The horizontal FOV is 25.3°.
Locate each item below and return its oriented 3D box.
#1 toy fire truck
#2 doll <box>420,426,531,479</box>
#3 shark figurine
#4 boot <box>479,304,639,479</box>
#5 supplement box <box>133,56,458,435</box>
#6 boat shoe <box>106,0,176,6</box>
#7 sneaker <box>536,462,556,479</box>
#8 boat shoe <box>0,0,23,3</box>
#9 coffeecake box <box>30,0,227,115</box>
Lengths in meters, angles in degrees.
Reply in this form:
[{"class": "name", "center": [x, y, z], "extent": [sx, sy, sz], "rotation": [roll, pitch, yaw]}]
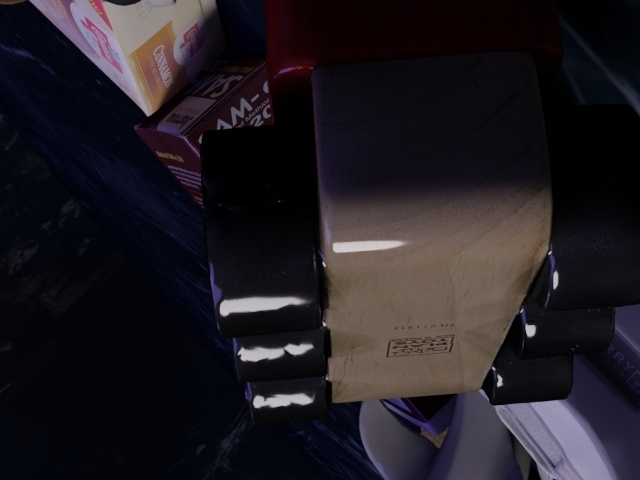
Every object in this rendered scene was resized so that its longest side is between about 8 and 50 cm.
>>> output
[{"class": "toy fire truck", "center": [0.001, -0.074, 0.481], "extent": [0.217, 0.159, 0.246], "rotation": [85, -179, -73]}, {"class": "doll", "center": [0.127, 0.175, 1.092], "extent": [0.129, 0.046, 0.189], "rotation": [31, 170, 27]}, {"class": "shark figurine", "center": [0.081, 0.099, 0.770], "extent": [0.116, 0.166, 0.278], "rotation": [-116, 26, -76]}, {"class": "boot", "center": [0.135, 0.075, 0.614], "extent": [0.258, 0.095, 0.123], "rotation": [53, 177, 12]}, {"class": "supplement box", "center": [0.000, 0.000, 0.869], "extent": [0.239, 0.073, 0.130], "rotation": [50, 170, -19]}, {"class": "boat shoe", "center": [-0.147, -0.200, 0.490], "extent": [0.340, 0.113, 0.127], "rotation": [64, -170, -56]}, {"class": "sneaker", "center": [0.196, 0.201, 0.723], "extent": [0.226, 0.086, 0.163], "rotation": [54, -177, -30]}, {"class": "boat shoe", "center": [-0.296, -0.271, 0.950], "extent": [0.285, 0.104, 0.089], "rotation": [51, 166, -26]}, {"class": "coffeecake box", "center": [-0.145, -0.176, 0.801], "extent": [0.185, 0.068, 0.142], "rotation": [43, 168, 16]}]
